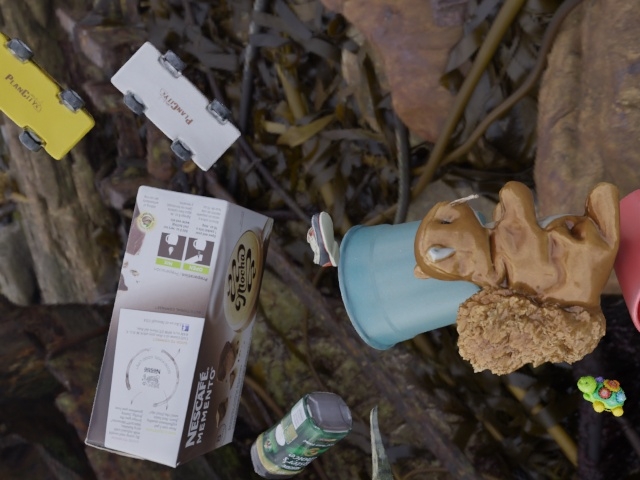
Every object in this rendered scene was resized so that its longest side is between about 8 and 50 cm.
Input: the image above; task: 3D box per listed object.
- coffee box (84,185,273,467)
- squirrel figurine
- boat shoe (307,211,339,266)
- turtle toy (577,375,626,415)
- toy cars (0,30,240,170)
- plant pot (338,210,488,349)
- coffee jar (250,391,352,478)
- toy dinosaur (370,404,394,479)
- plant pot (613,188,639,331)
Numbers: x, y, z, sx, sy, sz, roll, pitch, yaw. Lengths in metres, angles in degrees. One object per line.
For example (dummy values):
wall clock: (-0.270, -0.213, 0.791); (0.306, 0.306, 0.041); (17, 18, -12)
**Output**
coffee box: (-0.161, 0.099, 0.870); (0.119, 0.168, 0.297); (10, 86, 15)
squirrel figurine: (0.378, 0.077, 1.481); (0.281, 0.370, 0.397); (118, 154, -79)
boat shoe: (0.000, 0.000, 1.152); (0.043, 0.049, 0.137); (6, 151, 15)
turtle toy: (0.702, 0.377, 1.802); (0.130, 0.095, 0.066); (13, 118, -4)
toy cars: (-0.312, -0.205, 1.055); (0.087, 0.393, 0.176); (-119, 33, -74)
plant pot: (0.274, 0.084, 1.847); (0.334, 0.341, 0.341); (-16, 94, 32)
coffee jar: (-0.036, 0.328, 1.202); (0.184, 0.096, 0.079); (-47, 46, 34)
toy dinosaur: (0.059, 0.335, 0.843); (0.118, 0.064, 0.268); (-39, 37, 20)
plant pot: (0.719, 0.030, 1.471); (0.243, 0.275, 0.275); (-98, 19, -49)
